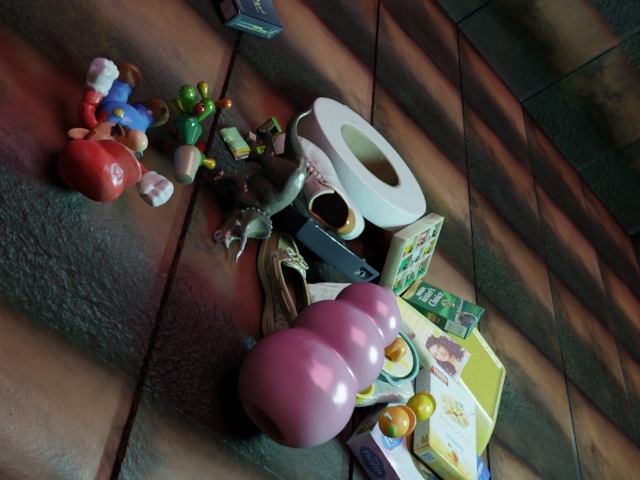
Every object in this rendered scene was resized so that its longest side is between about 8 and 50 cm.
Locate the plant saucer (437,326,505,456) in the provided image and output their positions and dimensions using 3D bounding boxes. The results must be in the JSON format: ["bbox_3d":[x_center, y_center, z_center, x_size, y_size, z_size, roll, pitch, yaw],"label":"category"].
[{"bbox_3d":[0.348,0.308,2.140,0.333,0.081,0.333,53,31,-12],"label":"plant saucer"}]

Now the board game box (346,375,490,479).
[{"bbox_3d":[0.216,0.458,1.816,0.318,0.066,0.318,57,30,-5],"label":"board game box"}]

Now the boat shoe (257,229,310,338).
[{"bbox_3d":[-0.058,0.090,1.701,0.104,0.089,0.285,31,40,-40],"label":"boat shoe"}]

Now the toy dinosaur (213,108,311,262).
[{"bbox_3d":[-0.100,-0.114,1.709,0.160,0.313,0.121,43,-2,17],"label":"toy dinosaur"}]

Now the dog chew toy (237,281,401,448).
[{"bbox_3d":[0.015,0.198,1.507,0.332,0.206,0.206,-43,104,-25],"label":"dog chew toy"}]

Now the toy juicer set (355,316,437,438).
[{"bbox_3d":[0.163,0.246,1.714,0.209,0.089,0.329,40,38,-4],"label":"toy juicer set"}]

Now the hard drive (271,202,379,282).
[{"bbox_3d":[0.000,0.000,1.827,0.254,0.054,0.172,37,1,-42],"label":"hard drive"}]

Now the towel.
[{"bbox_3d":[0.069,0.210,1.776,0.187,0.049,0.282,4,53,-38],"label":"towel"}]

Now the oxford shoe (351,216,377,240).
[{"bbox_3d":[0.084,-0.038,2.077,0.212,0.076,0.076,0,94,-59],"label":"oxford shoe"}]

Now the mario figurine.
[{"bbox_3d":[-0.318,-0.183,1.458,0.198,0.170,0.320,20,35,-12],"label":"mario figurine"}]

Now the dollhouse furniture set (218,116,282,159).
[{"bbox_3d":[-0.145,-0.226,1.881,0.076,0.058,0.151,60,29,2],"label":"dollhouse furniture set"}]

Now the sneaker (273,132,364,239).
[{"bbox_3d":[-0.014,-0.130,1.886,0.290,0.106,0.123,49,8,14],"label":"sneaker"}]

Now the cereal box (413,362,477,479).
[{"bbox_3d":[0.266,0.389,1.836,0.173,0.047,0.240,45,32,-25],"label":"cereal box"}]

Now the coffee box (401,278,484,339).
[{"bbox_3d":[0.292,0.165,2.108,0.184,0.040,0.113,25,32,19],"label":"coffee box"}]

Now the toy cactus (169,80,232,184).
[{"bbox_3d":[-0.232,-0.182,1.615,0.112,0.219,0.180,9,57,-8],"label":"toy cactus"}]

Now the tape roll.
[{"bbox_3d":[0.102,-0.188,2.133,0.392,0.072,0.392,38,24,-20],"label":"tape roll"}]

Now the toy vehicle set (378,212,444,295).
[{"bbox_3d":[0.219,0.039,2.113,0.035,0.166,0.267,23,22,20],"label":"toy vehicle set"}]

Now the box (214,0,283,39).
[{"bbox_3d":[-0.202,-0.623,2.148,0.183,0.059,0.233,1,64,-58],"label":"box"}]

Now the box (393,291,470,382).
[{"bbox_3d":[0.222,0.223,1.956,0.232,0.058,0.087,37,59,-5],"label":"box"}]
